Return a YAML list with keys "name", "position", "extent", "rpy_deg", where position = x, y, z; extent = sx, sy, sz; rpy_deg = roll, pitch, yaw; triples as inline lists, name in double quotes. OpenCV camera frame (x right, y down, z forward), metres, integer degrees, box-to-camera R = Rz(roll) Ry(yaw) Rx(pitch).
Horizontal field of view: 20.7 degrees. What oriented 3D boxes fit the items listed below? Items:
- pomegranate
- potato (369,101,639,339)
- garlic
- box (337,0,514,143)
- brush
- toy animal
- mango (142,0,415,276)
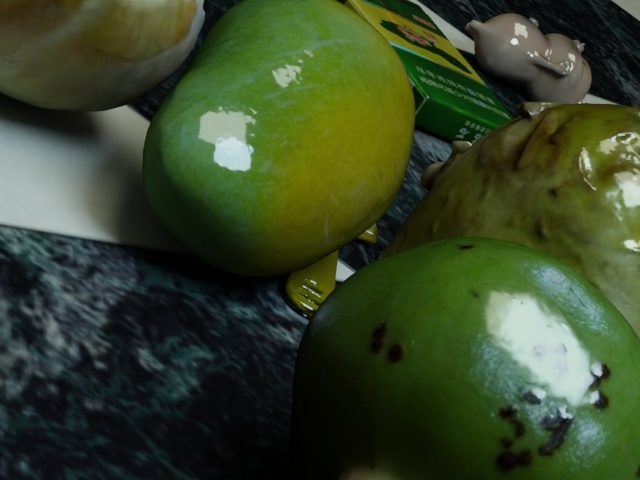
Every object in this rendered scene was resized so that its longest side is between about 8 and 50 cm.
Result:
- name: "pomegranate"
  position: [0.052, 0.100, 0.791]
  extent: [0.181, 0.181, 0.224]
  rpy_deg: [41, 43, 13]
- name: "potato"
  position: [0.208, 0.031, 1.127]
  extent: [0.299, 0.196, 0.246]
  rpy_deg: [30, 23, -19]
- name: "garlic"
  position: [-0.156, -0.168, 1.027]
  extent: [0.145, 0.164, 0.245]
  rpy_deg: [-4, 36, -35]
- name: "box"
  position: [0.084, -0.160, 1.557]
  extent: [0.132, 0.034, 0.235]
  rpy_deg: [18, 27, -38]
- name: "brush"
  position: [0.000, 0.000, 1.121]
  extent: [0.082, 0.010, 0.218]
  rpy_deg: [33, 22, -10]
- name: "toy animal"
  position: [0.209, -0.178, 1.745]
  extent: [0.150, 0.089, 0.083]
  rpy_deg: [35, 42, -11]
- name: "mango"
  position: [-0.020, -0.061, 1.033]
  extent: [0.251, 0.114, 0.156]
  rpy_deg: [-54, 129, -61]
